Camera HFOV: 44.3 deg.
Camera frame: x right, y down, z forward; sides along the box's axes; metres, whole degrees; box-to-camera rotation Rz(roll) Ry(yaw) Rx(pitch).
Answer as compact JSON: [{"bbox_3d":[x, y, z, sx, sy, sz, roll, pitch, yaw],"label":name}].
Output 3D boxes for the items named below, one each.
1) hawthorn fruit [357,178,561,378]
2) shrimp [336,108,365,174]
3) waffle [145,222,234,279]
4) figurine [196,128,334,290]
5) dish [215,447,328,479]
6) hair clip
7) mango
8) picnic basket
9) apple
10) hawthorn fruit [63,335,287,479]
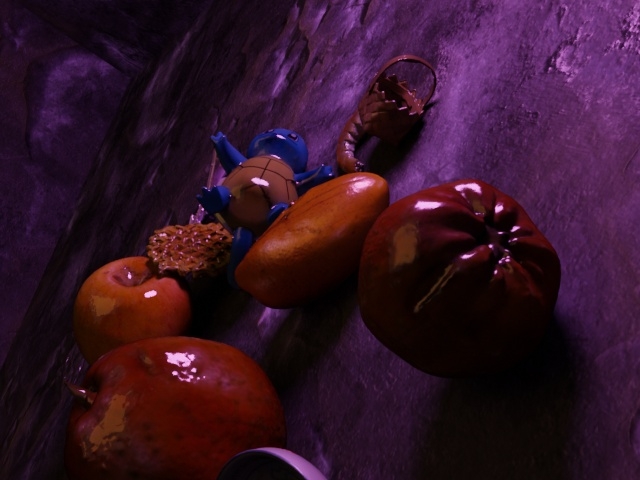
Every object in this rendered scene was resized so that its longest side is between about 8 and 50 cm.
[{"bbox_3d":[0.175,0.071,1.098,0.298,0.277,0.276,128,159,-53],"label":"hawthorn fruit"},{"bbox_3d":[0.089,-0.223,1.743,0.161,0.049,0.166,-45,32,27],"label":"shrimp"},{"bbox_3d":[-0.308,0.020,1.963,0.254,0.245,0.052,-122,29,-55],"label":"waffle"},{"bbox_3d":[-0.129,-0.098,1.816,0.243,0.298,0.416,75,-151,-66],"label":"figurine"},{"bbox_3d":[-0.031,0.438,1.183,0.273,0.134,0.273,3,94,43],"label":"dish"},{"bbox_3d":[-0.311,-0.149,2.271,0.106,0.085,0.292,1,67,52],"label":"hair clip"},{"bbox_3d":[0.000,0.000,1.538,0.350,0.201,0.199,-36,70,20],"label":"mango"},{"bbox_3d":[0.160,-0.302,1.619,0.137,0.128,0.178,-99,32,-48],"label":"picnic basket"},{"bbox_3d":[-0.452,0.199,1.934,0.299,0.299,0.275,-122,24,-59],"label":"apple"},{"bbox_3d":[-0.281,0.339,1.405,0.403,0.403,0.402,-38,34,32],"label":"hawthorn fruit"}]
